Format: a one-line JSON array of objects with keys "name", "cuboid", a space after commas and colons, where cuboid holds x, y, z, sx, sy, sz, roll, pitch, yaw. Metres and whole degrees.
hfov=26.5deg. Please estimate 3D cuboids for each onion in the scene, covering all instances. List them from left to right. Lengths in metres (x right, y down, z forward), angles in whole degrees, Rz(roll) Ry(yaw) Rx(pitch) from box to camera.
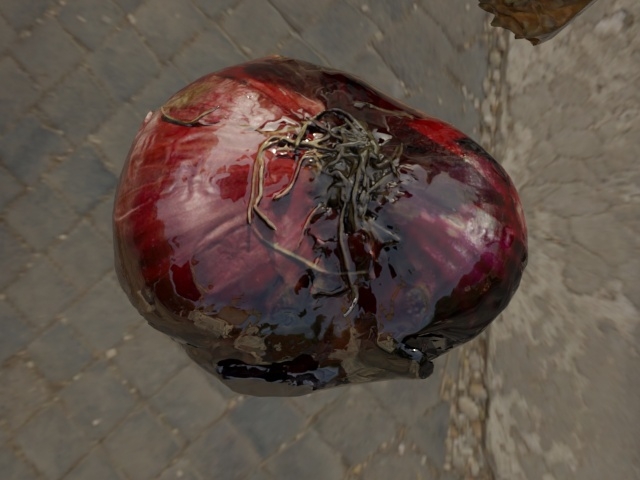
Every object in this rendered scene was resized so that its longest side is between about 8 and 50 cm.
[{"name": "onion", "cuboid": [0.002, -0.008, 0.910, 0.281, 0.281, 0.221, 4, 65, 6]}]

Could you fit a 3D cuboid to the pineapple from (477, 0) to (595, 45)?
[{"name": "pineapple", "cuboid": [0.039, -0.216, 0.602, 0.119, 0.130, 0.277, -41, 94, -23]}]
